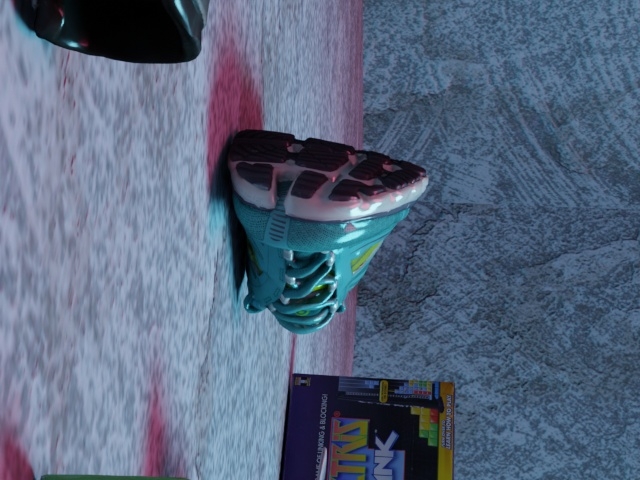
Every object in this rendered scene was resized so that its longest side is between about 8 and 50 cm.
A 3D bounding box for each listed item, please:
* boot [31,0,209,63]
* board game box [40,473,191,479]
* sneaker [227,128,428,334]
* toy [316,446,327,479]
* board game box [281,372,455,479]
[{"bbox_3d":[-0.036,-0.148,0.323,0.246,0.083,0.161,81,17,-66],"label":"boot"},{"bbox_3d":[-0.061,0.251,0.401,0.213,0.046,0.317,87,6,-53],"label":"board game box"},{"bbox_3d":[0.000,0.000,0.876,0.275,0.107,0.110,32,70,-86],"label":"sneaker"},{"bbox_3d":[-0.042,0.214,0.639,0.137,0.056,0.237,94,5,-63],"label":"toy"},{"bbox_3d":[0.039,0.193,1.276,0.048,0.141,0.170,92,2,-50],"label":"board game box"}]
